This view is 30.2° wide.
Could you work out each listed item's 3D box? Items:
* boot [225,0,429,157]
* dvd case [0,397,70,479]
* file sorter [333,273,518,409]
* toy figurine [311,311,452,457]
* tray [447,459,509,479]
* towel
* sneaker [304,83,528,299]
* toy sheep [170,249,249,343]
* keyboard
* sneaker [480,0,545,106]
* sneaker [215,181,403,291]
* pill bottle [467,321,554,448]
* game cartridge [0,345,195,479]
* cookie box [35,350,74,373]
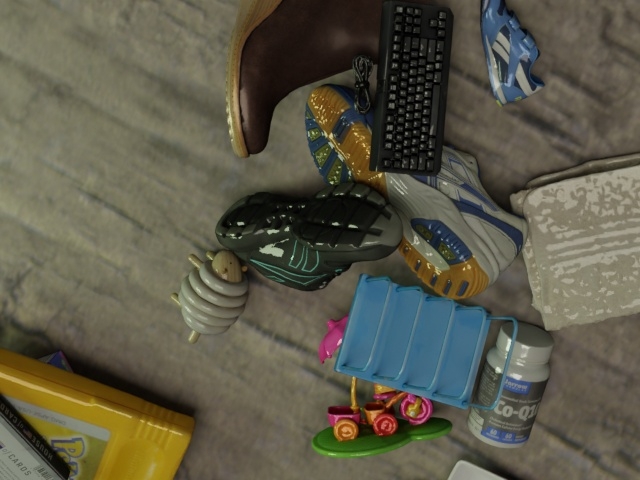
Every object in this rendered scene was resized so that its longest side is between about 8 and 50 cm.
[{"bbox_3d":[0.009,-0.203,1.276,0.206,0.090,0.248,7,86,3],"label":"boot"},{"bbox_3d":[-0.465,0.287,1.507,0.238,0.029,0.179,-28,115,18],"label":"dvd case"},{"bbox_3d":[0.122,0.116,1.352,0.170,0.104,0.118,18,81,-14],"label":"file sorter"},{"bbox_3d":[0.064,0.162,1.429,0.173,0.130,0.159,-7,99,3],"label":"toy figurine"},{"bbox_3d":[0.269,0.383,1.510,0.270,0.030,0.145,25,112,1],"label":"tray"},{"bbox_3d":[0.365,-0.005,1.340,0.282,0.049,0.187,-10,110,14],"label":"towel"},{"bbox_3d":[0.106,-0.070,1.343,0.296,0.131,0.112,50,147,10],"label":"sneaker"},{"bbox_3d":[-0.132,0.069,1.439,0.091,0.091,0.132,25,116,1],"label":"toy sheep"},{"bbox_3d":[0.084,-0.161,1.254,0.108,0.023,0.180,4,91,-11],"label":"keyboard"},{"bbox_3d":[0.205,-0.219,1.288,0.059,0.053,0.144,-9,117,14],"label":"sneaker"},{"bbox_3d":[0.000,0.000,1.347,0.267,0.101,0.106,3,137,47],"label":"sneaker"},{"bbox_3d":[0.228,0.171,1.413,0.078,0.078,0.137,15,112,5],"label":"pill bottle"},{"bbox_3d":[-0.357,0.289,1.542,0.323,0.053,0.285,21,120,-5],"label":"game cartridge"},{"bbox_3d":[-0.369,0.204,1.553,0.107,0.040,0.092,-19,108,17],"label":"cookie box"}]
